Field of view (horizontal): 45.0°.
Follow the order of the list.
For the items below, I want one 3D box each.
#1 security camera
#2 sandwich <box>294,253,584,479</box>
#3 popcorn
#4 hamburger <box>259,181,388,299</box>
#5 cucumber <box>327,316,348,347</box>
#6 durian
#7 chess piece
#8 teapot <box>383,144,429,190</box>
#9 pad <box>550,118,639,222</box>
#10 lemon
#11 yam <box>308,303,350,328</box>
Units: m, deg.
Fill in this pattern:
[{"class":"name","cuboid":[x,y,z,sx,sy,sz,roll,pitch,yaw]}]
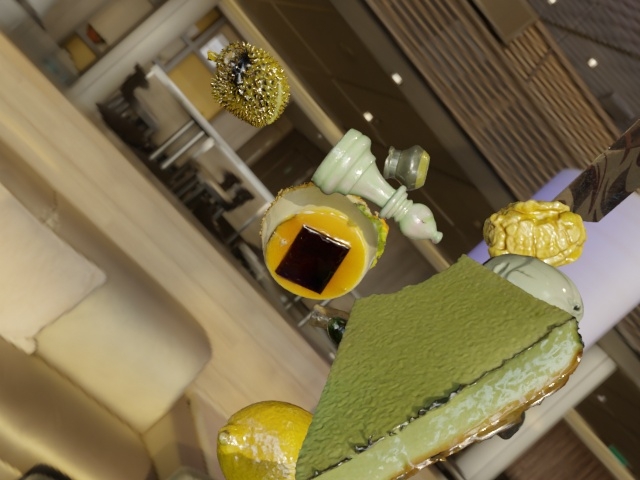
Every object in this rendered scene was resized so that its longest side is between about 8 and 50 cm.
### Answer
[{"class":"security camera","cuboid":[0.281,0.139,1.212,0.191,0.277,0.197,28,-21,54]},{"class":"sandwich","cuboid":[0.068,0.110,0.665,0.063,0.245,0.212,66,-10,-22]},{"class":"popcorn","cuboid":[0.405,-0.015,1.497,0.194,0.163,0.140,10,-74,44]},{"class":"hamburger","cuboid":[0.000,0.000,1.817,0.294,0.276,0.179,23,29,-9]},{"class":"cucumber","cuboid":[0.071,0.253,1.937,0.069,0.069,0.227,48,-4,36]},{"class":"durian","cuboid":[-0.181,-0.397,1.866,0.237,0.193,0.138,33,-6,0]},{"class":"chess piece","cuboid":[0.126,-0.085,1.496,0.272,0.139,0.139,38,-1,1]},{"class":"teapot","cuboid":[0.242,-0.202,2.182,0.119,0.130,0.165,14,-15,10]},{"class":"pad","cuboid":[0.630,-0.139,1.634,0.220,0.330,0.004,2,54,-32]},{"class":"lemon","cuboid":[-0.082,0.383,1.394,0.244,0.186,0.187,23,11,-25]},{"class":"yam","cuboid":[0.114,0.243,2.170,0.300,0.066,0.066,14,-9,11]}]
